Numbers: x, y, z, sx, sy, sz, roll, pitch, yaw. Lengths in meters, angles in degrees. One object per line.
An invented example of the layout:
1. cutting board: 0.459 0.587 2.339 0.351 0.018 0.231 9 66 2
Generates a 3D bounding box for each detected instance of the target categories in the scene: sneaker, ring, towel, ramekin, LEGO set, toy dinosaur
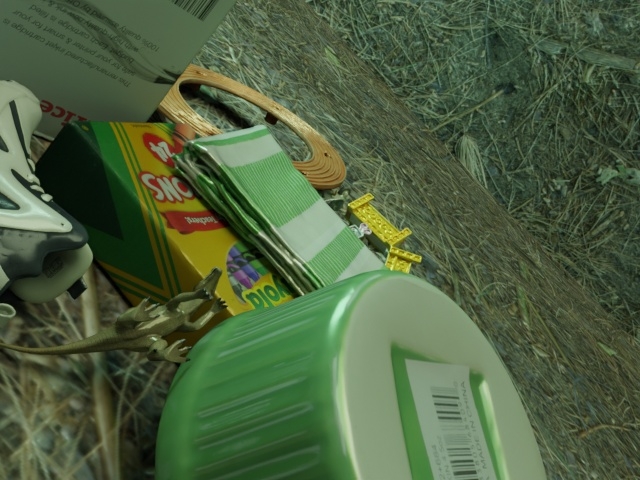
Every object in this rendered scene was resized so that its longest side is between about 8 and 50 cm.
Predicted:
1. sneaker: -0.236 -0.023 0.538 0.153 0.094 0.235 39 22 -18
2. ring: -0.112 -0.168 1.028 0.336 0.032 0.337 27 22 -12
3. towel: 0.000 0.000 0.786 0.325 0.038 0.248 46 19 0
4. ramekin: 0.044 0.169 0.519 0.303 0.148 0.304 34 40 -35
5. LEGO set: 0.069 0.048 1.008 0.132 0.107 0.287 -8 53 -21
6. toy dinosaur: -0.136 0.068 0.523 0.183 0.092 0.053 -20 96 -36

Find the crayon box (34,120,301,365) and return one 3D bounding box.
1. crayon box: -0.112 0.017 0.708 0.318 0.081 0.202 49 21 8

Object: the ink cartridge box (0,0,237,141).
1. ink cartridge box: -0.226 -0.258 0.685 0.223 0.307 0.129 23 29 -44
